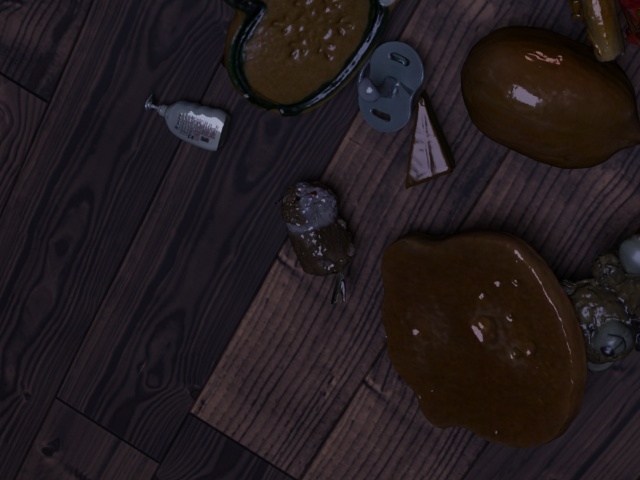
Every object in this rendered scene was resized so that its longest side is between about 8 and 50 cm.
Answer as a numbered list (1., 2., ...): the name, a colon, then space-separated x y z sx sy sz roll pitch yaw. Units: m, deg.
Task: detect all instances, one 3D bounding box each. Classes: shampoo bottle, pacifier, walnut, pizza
1. shampoo bottle: -0.237 -0.211 1.937 0.151 0.045 0.077 19 114 7
2. pacifier: 0.096 -0.250 1.797 0.126 0.116 0.150 38 120 27
3. walnut: 0.354 -0.209 1.695 0.297 0.203 0.203 28 113 1
4. pizza: 0.397 -0.363 1.647 0.062 0.161 0.182 -16 108 12

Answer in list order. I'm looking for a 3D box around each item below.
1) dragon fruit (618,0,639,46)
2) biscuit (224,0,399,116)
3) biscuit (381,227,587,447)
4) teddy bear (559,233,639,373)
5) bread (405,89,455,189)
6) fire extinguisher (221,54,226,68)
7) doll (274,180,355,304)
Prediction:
1. dragon fruit: 0.521 -0.313 1.623 0.126 0.274 0.161 13 129 55
2. biscuit: -0.033 -0.364 1.744 0.287 0.057 0.344 29 107 -29
3. biscuit: 0.270 0.162 1.864 0.365 0.062 0.385 0 110 37
4. teddy bear: 0.491 0.111 1.785 0.256 0.156 0.267 -30 107 23
5. bread: 0.158 -0.167 1.826 0.084 0.074 0.139 -19 103 17
6. fire extinguisher: -0.077 -0.394 1.800 0.104 0.105 0.269 25 113 6
7. doll: 0.005 0.000 1.908 0.115 0.105 0.221 -11 109 57
